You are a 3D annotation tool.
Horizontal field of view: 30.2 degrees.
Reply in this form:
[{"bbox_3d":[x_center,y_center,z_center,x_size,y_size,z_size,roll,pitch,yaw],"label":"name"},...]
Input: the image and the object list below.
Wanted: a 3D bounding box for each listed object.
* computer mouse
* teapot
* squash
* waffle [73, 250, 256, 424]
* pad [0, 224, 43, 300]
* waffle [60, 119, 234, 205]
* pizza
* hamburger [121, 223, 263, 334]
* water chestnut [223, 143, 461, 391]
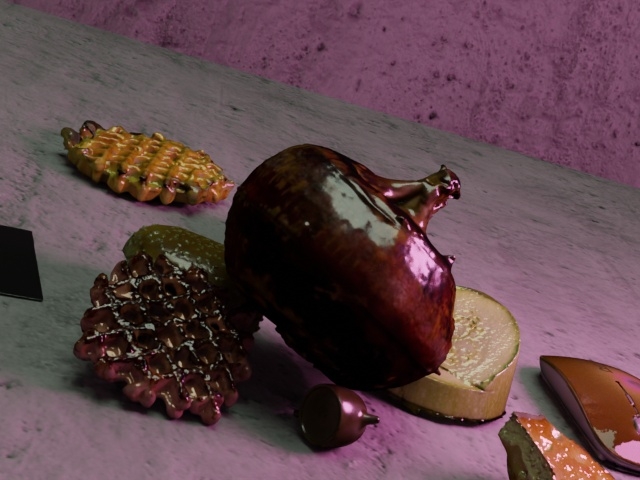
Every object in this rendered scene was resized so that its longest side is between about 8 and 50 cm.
[{"bbox_3d":[0.427,0.242,1.753,0.158,0.072,0.310,12,19,-14],"label":"computer mouse"},{"bbox_3d":[0.017,0.213,1.433,0.121,0.076,0.068,-6,-15,44],"label":"teapot"},{"bbox_3d":[0.171,0.161,1.662,0.220,0.133,0.220,14,23,-6],"label":"squash"},{"bbox_3d":[-0.181,0.112,1.440,0.221,0.055,0.234,27,41,-10],"label":"waffle"},{"bbox_3d":[-0.474,0.017,1.635,0.170,0.006,0.245,12,19,-22],"label":"pad"},{"bbox_3d":[-0.320,-0.139,2.168,0.329,0.062,0.329,15,18,-5],"label":"waffle"},{"bbox_3d":[0.297,0.305,1.438,0.204,0.080,0.188,12,39,-51],"label":"pizza"},{"bbox_3d":[-0.167,0.061,1.618,0.215,0.122,0.189,24,18,11],"label":"hamburger"},{"bbox_3d":[0.057,0.018,1.509,0.350,0.302,0.350,45,1,-1],"label":"water chestnut"}]
